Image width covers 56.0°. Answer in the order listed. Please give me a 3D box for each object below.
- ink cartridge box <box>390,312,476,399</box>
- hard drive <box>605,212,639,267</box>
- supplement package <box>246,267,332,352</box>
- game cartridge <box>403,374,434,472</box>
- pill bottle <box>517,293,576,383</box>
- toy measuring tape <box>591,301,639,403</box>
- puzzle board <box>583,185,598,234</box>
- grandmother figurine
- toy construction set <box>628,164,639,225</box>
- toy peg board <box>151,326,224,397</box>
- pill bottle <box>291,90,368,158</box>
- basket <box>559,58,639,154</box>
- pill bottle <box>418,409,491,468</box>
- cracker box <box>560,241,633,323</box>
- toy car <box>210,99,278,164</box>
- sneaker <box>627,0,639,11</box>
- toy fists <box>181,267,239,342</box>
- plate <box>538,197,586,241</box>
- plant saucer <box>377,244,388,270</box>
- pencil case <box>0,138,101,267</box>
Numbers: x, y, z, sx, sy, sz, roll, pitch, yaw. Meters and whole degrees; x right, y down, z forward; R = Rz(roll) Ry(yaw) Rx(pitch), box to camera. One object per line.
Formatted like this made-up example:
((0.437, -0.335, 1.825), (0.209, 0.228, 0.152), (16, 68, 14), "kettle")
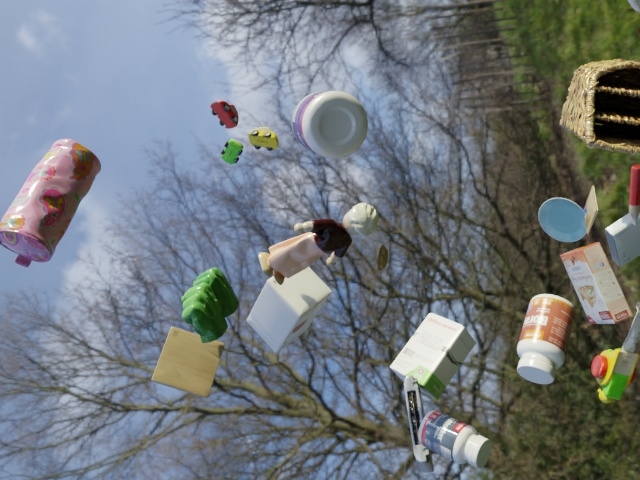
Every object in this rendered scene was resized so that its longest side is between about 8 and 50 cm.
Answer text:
((0.427, 0.434, 2.286), (0.273, 0.198, 0.115), (-50, -58, -14), "ink cartridge box")
((0.917, -0.065, 1.610), (0.203, 0.307, 0.040), (43, -166, -50), "hard drive")
((-0.117, 0.240, 2.185), (0.177, 0.175, 0.293), (-33, -17, -38), "supplement package")
((0.341, 0.641, 2.091), (0.196, 0.060, 0.294), (60, -159, -53), "game cartridge")
((0.587, 0.259, 1.580), (0.216, 0.121, 0.121), (-62, -32, -30), "pill bottle")
((0.886, 0.325, 1.782), (0.121, 0.121, 0.330), (-24, -51, -69), "toy measuring tape")
((0.834, -0.094, 1.855), (0.128, 0.011, 0.096), (-69, -16, -47), "puzzle board")
((0.000, 0.000, 1.625), (0.208, 0.342, 0.104), (35, -148, -57), "grandmother figurine")
((0.786, -0.017, 1.250), (0.309, 0.257, 0.237), (37, 141, 56), "toy construction set")
((-0.377, 0.352, 1.709), (0.079, 0.161, 0.161), (127, 160, -58), "toy peg board")
((0.016, -0.340, 1.750), (0.323, 0.181, 0.182), (-129, 32, -74), "pill bottle")
((0.815, -0.346, 1.551), (0.223, 0.299, 0.214), (-87, 6, -66), "basket")
((0.371, 0.550, 1.659), (0.108, 0.180, 0.108), (-15, -69, -44), "pill bottle")
((0.818, 0.131, 1.796), (0.156, 0.067, 0.232), (93, 155, -82), "cracker box")
((-0.258, -0.326, 1.912), (0.225, 0.239, 0.053), (-47, 14, 52), "toy car")
((0.732, -0.706, 1.519), (0.296, 0.104, 0.147), (53, 172, -19), "sneaker")
((-0.317, 0.172, 1.706), (0.279, 0.096, 0.142), (-72, -38, -70), "toy fists")
((0.907, -0.080, 2.244), (0.024, 0.188, 0.188), (-39, -51, -36), "plate")
((0.193, 0.055, 1.850), (0.083, 0.015, 0.084), (8, -90, -70), "plant saucer")
((-0.579, -0.085, 1.293), (0.124, 0.124, 0.284), (66, -151, -49), "pencil case")
